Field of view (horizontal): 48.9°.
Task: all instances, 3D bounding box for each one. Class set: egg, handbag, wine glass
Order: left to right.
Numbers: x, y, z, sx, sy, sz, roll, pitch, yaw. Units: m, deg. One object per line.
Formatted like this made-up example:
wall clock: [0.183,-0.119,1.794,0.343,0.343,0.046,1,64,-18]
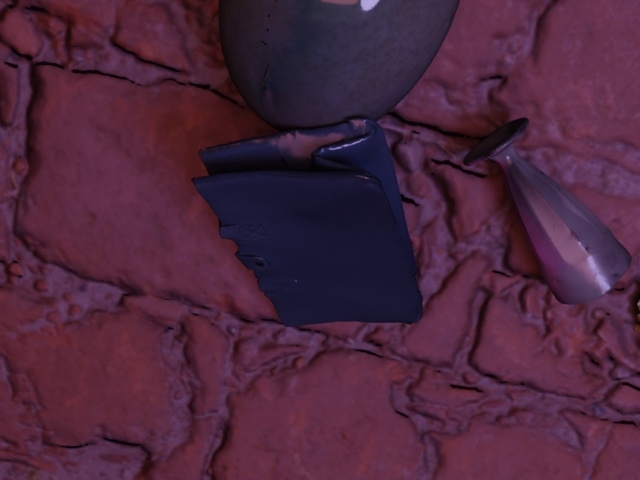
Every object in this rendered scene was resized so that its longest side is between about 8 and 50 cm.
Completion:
handbag: [0.000,0.000,0.571,0.144,0.057,0.221,-7,146,15]
egg: [0.017,-0.188,0.509,0.169,0.169,0.237,19,112,-2]
wine glass: [0.190,-0.024,0.601,0.073,0.073,0.155,-38,98,14]

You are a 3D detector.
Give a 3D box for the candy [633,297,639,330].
candy: [0.444,0.038,0.598,0.297,0.081,0.187,18,110,11]
